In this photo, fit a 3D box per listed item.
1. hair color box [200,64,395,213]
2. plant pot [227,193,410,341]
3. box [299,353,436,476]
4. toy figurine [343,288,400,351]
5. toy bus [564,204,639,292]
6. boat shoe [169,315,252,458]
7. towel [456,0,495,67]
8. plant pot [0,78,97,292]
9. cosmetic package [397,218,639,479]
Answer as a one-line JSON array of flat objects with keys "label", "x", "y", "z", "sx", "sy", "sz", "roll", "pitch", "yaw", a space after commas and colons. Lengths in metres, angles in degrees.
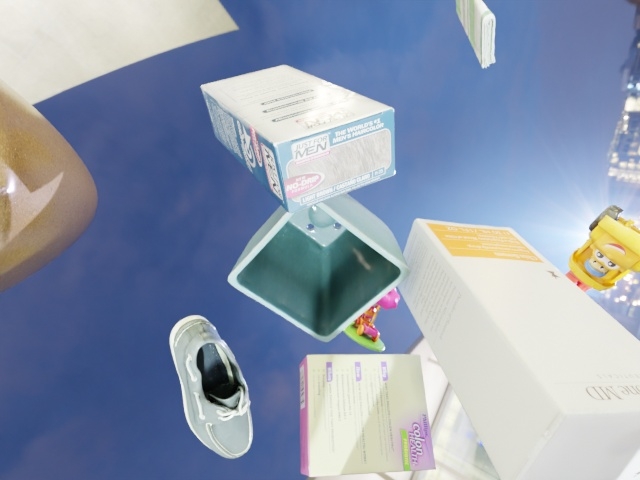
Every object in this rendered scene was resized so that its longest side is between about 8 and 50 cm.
[{"label": "hair color box", "x": -0.053, "y": -0.182, "z": 0.662, "sx": 0.174, "sy": 0.347, "sz": 0.105, "roll": -22, "pitch": -52, "yaw": -18}, {"label": "plant pot", "x": 0.000, "y": 0.000, "z": 0.863, "sx": 0.248, "sy": 0.247, "sz": 0.252, "roll": 36, "pitch": -152, "yaw": -18}, {"label": "box", "x": 0.084, "y": 0.349, "z": 0.844, "sx": 0.117, "sy": 0.243, "sz": 0.213, "roll": 111, "pitch": 159, "yaw": -62}, {"label": "toy figurine", "x": 0.143, "y": 0.180, "z": 1.102, "sx": 0.130, "sy": 0.173, "sz": 0.159, "roll": 26, "pitch": -82, "yaw": -12}, {"label": "toy bus", "x": 0.630, "y": 0.042, "z": 0.928, "sx": 0.220, "sy": 0.149, "sz": 0.211, "roll": -6, "pitch": -40, "yaw": -53}, {"label": "boat shoe", "x": -0.190, "y": 0.295, "z": 0.777, "sx": 0.116, "sy": 0.099, "sz": 0.319, "roll": -25, "pitch": -68, "yaw": -32}, {"label": "towel", "x": 0.258, "y": -0.381, "z": 0.694, "sx": 0.113, "sy": 0.023, "sz": 0.152, "roll": 46, "pitch": -150, "yaw": -63}, {"label": "plant pot", "x": -0.321, "y": -0.048, "z": 0.375, "sx": 0.254, "sy": 0.237, "sz": 0.237, "roll": -126, "pitch": 51, "yaw": -87}, {"label": "cosmetic package", "x": 0.315, "y": 0.143, "z": 0.693, "sx": 0.230, "sy": 0.453, "sz": 0.161, "roll": 4, "pitch": -60, "yaw": -14}]
